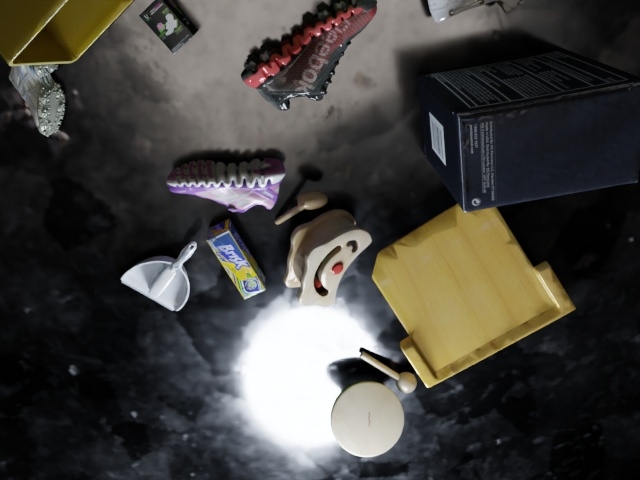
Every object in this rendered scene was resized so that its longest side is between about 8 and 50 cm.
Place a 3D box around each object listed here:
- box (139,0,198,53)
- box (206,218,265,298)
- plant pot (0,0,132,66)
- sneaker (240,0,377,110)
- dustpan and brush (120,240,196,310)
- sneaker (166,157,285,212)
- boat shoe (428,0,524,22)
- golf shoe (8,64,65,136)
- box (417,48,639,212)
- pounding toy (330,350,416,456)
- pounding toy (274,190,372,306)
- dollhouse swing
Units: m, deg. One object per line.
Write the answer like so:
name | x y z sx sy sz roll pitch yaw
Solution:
box | -0.266 -0.384 1.024 0.052 0.062 0.083 -35 115 16
box | -0.181 0.041 1.257 0.054 0.059 0.169 -25 117 7
plant pot | -0.441 -0.423 0.920 0.212 0.212 0.187 -39 102 15
sneaker | -0.004 -0.334 1.050 0.276 0.097 0.135 -32 115 15
dustpan and brush | -0.327 0.066 1.259 0.147 0.060 0.211 34 111 -20
sneaker | -0.187 -0.102 1.167 0.236 0.095 0.104 -2 126 -4
boat shoe | 0.325 -0.450 1.017 0.277 0.098 0.096 -11 119 12
golf shoe | -0.528 -0.283 1.070 0.086 0.069 0.176 10 116 13
box | 0.353 -0.204 1.031 0.294 0.296 0.183 -11 118 2
pounding toy | 0.121 0.415 1.470 0.183 0.110 0.237 27 84 -5
pounding toy | 0.000 0.000 1.244 0.154 0.155 0.269 -12 133 -30
dollhouse swing | 0.325 0.108 1.312 0.347 0.315 0.305 -33 76 13
